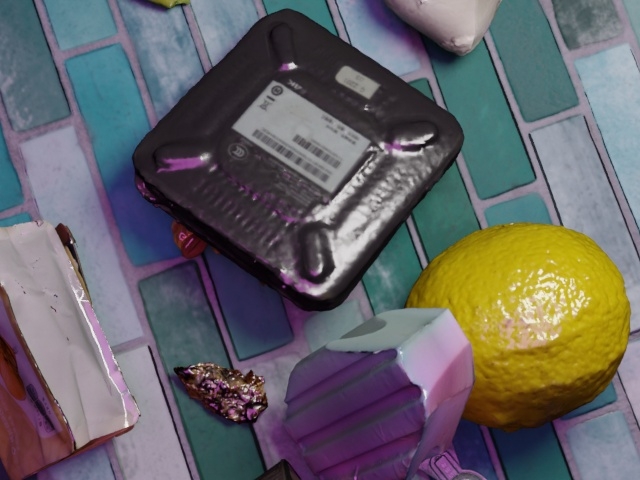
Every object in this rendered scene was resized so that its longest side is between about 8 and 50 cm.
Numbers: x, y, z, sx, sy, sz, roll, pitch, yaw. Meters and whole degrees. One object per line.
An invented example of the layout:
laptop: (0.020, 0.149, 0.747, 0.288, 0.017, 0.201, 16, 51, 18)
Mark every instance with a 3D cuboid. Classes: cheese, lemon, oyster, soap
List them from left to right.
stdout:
oyster: (-0.138, 0.212, 1.428, 0.132, 0.029, 0.086, 1, 84, -3)
soap: (0.072, 0.202, 1.284, 0.109, 0.324, 0.193, -29, 83, -34)
cheese: (0.168, -0.379, 1.438, 0.189, 0.154, 0.198, 23, 84, 6)
cheese: (0.194, 0.340, 1.425, 0.067, 0.026, 0.121, -40, 86, -6)
lemon: (0.247, 0.109, 1.334, 0.322, 0.268, 0.268, -24, 85, -8)

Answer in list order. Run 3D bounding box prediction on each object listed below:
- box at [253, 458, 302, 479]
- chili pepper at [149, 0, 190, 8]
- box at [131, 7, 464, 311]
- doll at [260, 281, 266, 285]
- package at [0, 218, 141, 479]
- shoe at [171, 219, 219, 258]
box: (-0.050, 0.397, 1.299, 0.153, 0.252, 0.188, -35, 85, -6)
chili pepper: (-0.282, -0.393, 1.482, 0.208, 0.043, 0.049, 39, 97, 3)
box: (-0.032, -0.119, 1.388, 0.359, 0.091, 0.350, 35, 71, 12)
doll: (0.000, 0.000, 1.429, 0.207, 0.081, 0.129, -23, 95, -6)
package: (-0.374, 0.140, 1.387, 0.165, 0.221, 0.311, -20, 81, -43)
shoe: (-0.151, -0.014, 1.433, 0.109, 0.072, 0.069, -11, 46, -7)
